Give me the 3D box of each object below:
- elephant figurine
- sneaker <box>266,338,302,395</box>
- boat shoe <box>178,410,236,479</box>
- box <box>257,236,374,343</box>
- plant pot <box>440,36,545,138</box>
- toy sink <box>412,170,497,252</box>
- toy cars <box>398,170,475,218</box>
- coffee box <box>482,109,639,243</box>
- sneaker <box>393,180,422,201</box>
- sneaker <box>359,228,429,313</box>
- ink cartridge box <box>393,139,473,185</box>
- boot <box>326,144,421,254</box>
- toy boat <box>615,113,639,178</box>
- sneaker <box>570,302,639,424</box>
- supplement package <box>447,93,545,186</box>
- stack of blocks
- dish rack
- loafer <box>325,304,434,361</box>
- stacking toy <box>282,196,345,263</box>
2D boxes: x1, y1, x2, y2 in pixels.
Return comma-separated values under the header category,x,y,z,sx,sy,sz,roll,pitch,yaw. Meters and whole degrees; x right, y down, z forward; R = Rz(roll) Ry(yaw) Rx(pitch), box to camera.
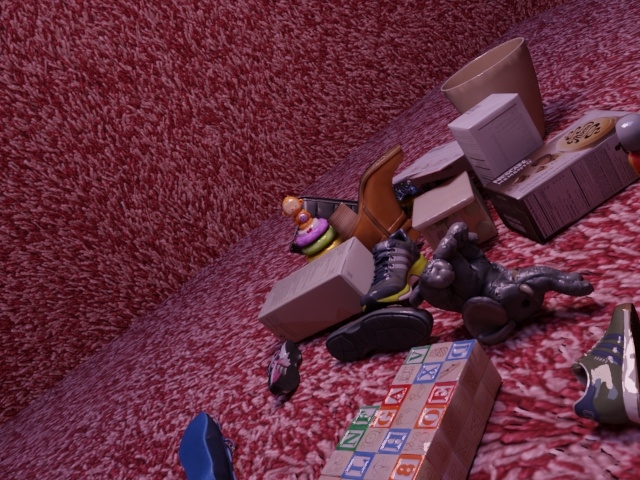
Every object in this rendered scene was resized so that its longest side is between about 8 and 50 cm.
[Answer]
category,x,y,z,sx,sy,sz,roll,pitch,yaw
elephant figurine,0.297,0.091,0.937,0.169,0.239,0.186,-57,-13,-5
sneaker,-0.092,0.308,1.262,0.077,0.072,0.178,-43,5,18
boat shoe,-0.226,0.444,1.097,0.109,0.089,0.258,-49,21,2
box,-0.001,0.133,1.363,0.311,0.121,0.148,-31,22,39
plant pot,0.529,-0.394,1.576,0.256,0.274,0.256,-33,17,11
toy sink,0.318,-0.050,1.295,0.153,0.131,0.234,-30,12,19
toy cars,0.310,-0.121,1.608,0.393,0.087,0.176,-33,12,-5
coffee box,0.521,-0.139,1.147,0.297,0.119,0.168,-35,17,3
sneaker,0.312,-0.175,1.786,0.087,0.083,0.221,-2,-22,-43
sneaker,0.151,0.068,1.227,0.111,0.121,0.300,-26,7,29
ink cartridge box,0.332,-0.201,1.493,0.261,0.066,0.296,-36,12,-24
boot,0.181,-0.083,1.415,0.283,0.220,0.109,-52,4,3
toy boat,0.611,-0.134,0.891,0.267,0.148,0.318,-35,16,3
sneaker,0.370,0.156,0.709,0.086,0.064,0.192,-18,27,36
supplement package,0.435,-0.204,1.283,0.139,0.244,0.134,-34,17,2
stack of blocks,0.131,0.286,0.794,0.171,0.087,0.297,-19,23,46
dish rack,0.013,-0.029,1.641,0.271,0.208,0.074,114,159,-60
loafer,0.122,0.177,1.126,0.267,0.096,0.084,-25,13,40
stacking toy,0.000,0.000,1.486,0.175,0.302,0.166,-35,16,12
